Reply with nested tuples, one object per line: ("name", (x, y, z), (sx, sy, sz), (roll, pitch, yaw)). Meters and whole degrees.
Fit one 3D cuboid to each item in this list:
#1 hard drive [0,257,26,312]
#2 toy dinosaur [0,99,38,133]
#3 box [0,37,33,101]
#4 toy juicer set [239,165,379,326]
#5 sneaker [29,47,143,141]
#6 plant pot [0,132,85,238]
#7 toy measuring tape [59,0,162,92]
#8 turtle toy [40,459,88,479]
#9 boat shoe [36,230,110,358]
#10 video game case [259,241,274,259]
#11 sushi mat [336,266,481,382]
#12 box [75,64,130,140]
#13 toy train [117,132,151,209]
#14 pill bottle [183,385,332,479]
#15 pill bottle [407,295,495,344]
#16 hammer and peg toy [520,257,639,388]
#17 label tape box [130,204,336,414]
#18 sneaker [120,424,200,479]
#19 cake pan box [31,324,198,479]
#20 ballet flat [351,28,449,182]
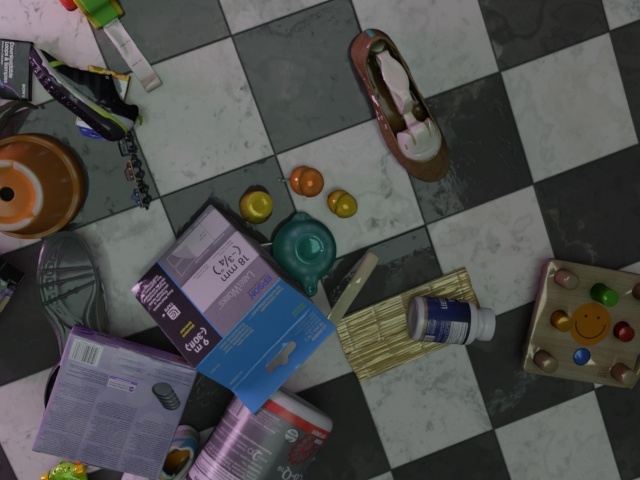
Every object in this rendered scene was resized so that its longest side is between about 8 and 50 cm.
("hard drive", (-0.763, 0.060, 1.472), (0.339, 0.064, 0.237), (35, 117, -14))
("toy dinosaur", (-0.685, -0.212, 1.426), (0.313, 0.121, 0.160), (-6, 91, -40))
("box", (-0.634, -0.330, 1.483), (0.162, 0.029, 0.116), (3, 100, -9))
("toy juicer set", (0.000, 0.000, 1.597), (0.209, 0.089, 0.329), (-35, 94, -13))
("sneaker", (-0.441, -0.288, 1.476), (0.234, 0.084, 0.097), (43, 69, -12))
("plant pot", (-0.560, -0.094, 1.452), (0.205, 0.188, 0.205), (-1, 100, -7))
("toy measuring tape", (-0.407, -0.427, 1.452), (0.121, 0.121, 0.330), (-32, 102, -1))
("turtle toy", (-0.523, 0.516, 1.625), (0.095, 0.066, 0.130), (-13, 102, -5))
("boat shoe", (-0.483, 0.137, 1.554), (0.118, 0.103, 0.321), (-14, 98, -7))
("video game case", (-0.147, 0.054, 1.620), (0.122, 0.011, 0.087), (-9, 100, -5))
("sushi mat", (0.197, 0.182, 1.680), (0.316, 0.019, 0.151), (-22, 101, -3))
("box", (-0.427, -0.267, 1.522), (0.081, 0.028, 0.136), (15, 100, -9))
("toy train", (-0.373, -0.136, 1.550), (0.036, 0.027, 0.158), (-14, 101, -1))
("pill bottle", (-0.148, 0.469, 1.558), (0.210, 0.210, 0.363), (32, 83, -11))
("pill bottle", (0.274, 0.169, 1.629), (0.169, 0.094, 0.094), (6, 99, -8))
("hammer and peg toy", (0.628, 0.196, 1.680), (0.361, 0.127, 0.266), (11, 98, -9))
("label tape box", (-0.172, 0.129, 1.497), (0.240, 0.106, 0.333), (-47, 66, 3))
("sneaker", (-0.347, 0.489, 1.630), (0.087, 0.092, 0.229), (41, 94, -13))
("cake pan box", (-0.401, 0.316, 1.508), (0.266, 0.070, 0.246), (17, 95, -13))
("ballet flat", (0.168, -0.263, 1.546), (0.116, 0.124, 0.342), (-26, 102, -2))
